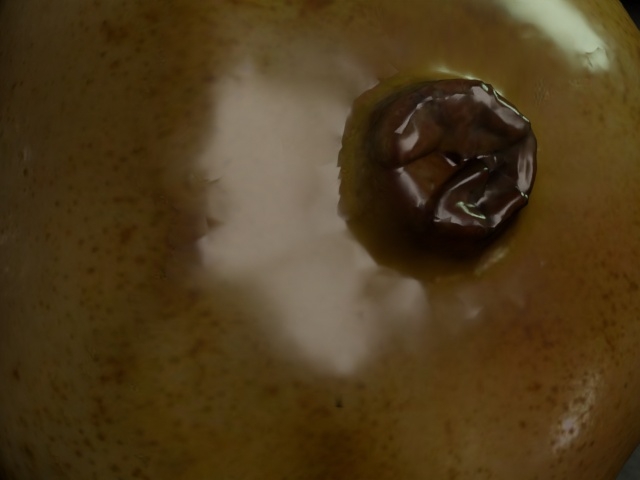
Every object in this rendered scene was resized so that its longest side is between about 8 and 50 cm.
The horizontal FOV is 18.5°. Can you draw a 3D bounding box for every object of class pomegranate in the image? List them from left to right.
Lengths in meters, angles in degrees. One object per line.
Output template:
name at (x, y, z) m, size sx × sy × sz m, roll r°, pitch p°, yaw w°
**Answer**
pomegranate at (0.000, 0.000, 0.999) m, size 0.416 × 0.416 × 0.416 m, roll 3°, pitch 75°, yaw -13°

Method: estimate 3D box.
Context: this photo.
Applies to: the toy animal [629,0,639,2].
toy animal at (0.179, -0.251, 1.250) m, size 0.245 × 0.114 × 0.146 m, roll 36°, pitch 69°, yaw -2°
